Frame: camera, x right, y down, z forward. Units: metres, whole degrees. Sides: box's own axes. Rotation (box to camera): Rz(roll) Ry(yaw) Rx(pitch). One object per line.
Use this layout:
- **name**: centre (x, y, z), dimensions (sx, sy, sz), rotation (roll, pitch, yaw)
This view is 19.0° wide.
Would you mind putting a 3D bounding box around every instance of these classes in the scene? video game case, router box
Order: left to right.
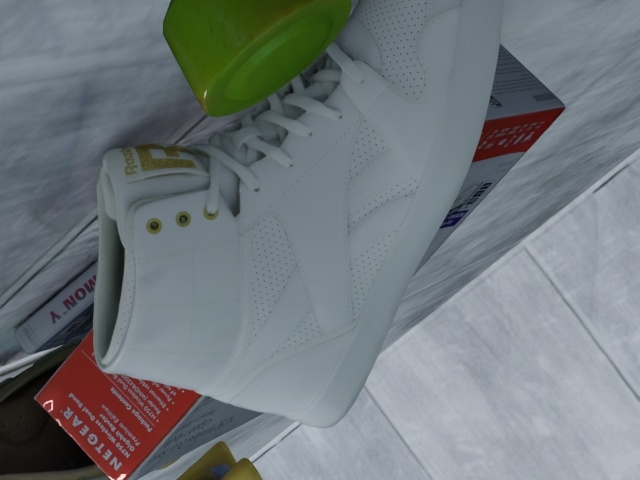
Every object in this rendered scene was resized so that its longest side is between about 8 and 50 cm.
- **video game case**: centre (-0.094, 0.006, 1.293), dimensions (0.183, 0.023, 0.201), rotation (-39, 171, 18)
- **router box**: centre (0.000, 0.000, 1.271), dimensions (0.301, 0.082, 0.335), rotation (-49, 169, 19)

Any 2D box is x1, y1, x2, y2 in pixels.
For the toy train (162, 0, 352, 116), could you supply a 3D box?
- **toy train**: centre (-0.049, -0.091, 0.499), dimensions (0.105, 0.143, 0.248), rotation (-28, 168, -45)

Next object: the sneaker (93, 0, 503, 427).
- **sneaker**: centre (-0.024, -0.043, 0.996), dimensions (0.292, 0.169, 0.108), rotation (-70, -154, 15)

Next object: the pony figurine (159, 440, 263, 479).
- **pony figurine**: centre (-0.222, 0.269, 1.572), dimensions (0.363, 0.303, 0.351), rotation (-31, 139, -12)

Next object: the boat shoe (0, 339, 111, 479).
- **boat shoe**: centre (-0.177, 0.129, 1.320), dimensions (0.089, 0.104, 0.285), rotation (-25, 180, 39)
